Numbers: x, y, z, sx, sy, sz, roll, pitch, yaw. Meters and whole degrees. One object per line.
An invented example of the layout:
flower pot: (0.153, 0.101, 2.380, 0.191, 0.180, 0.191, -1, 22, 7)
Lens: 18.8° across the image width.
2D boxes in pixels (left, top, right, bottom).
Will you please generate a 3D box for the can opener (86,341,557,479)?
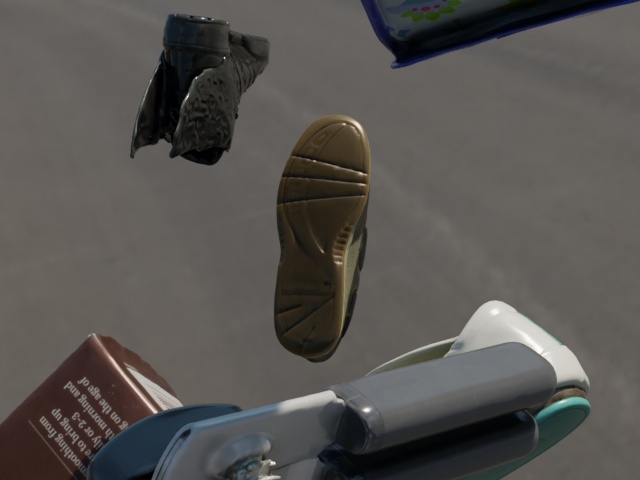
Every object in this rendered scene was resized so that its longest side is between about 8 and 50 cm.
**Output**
can opener: (0.011, 0.099, 1.034, 0.280, 0.074, 0.093, -7, 35, -39)

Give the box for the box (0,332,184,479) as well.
box: (-0.208, 0.271, 1.309, 0.381, 0.191, 0.143, -44, -27, 0)

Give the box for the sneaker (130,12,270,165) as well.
sneaker: (-0.071, -0.087, 1.166, 0.051, 0.089, 0.170, 6, 0, 12)

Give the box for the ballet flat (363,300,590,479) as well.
ballet flat: (0.032, 0.192, 1.533, 0.400, 0.139, 0.139, -39, 11, 12)

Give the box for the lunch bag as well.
lunch bag: (0.078, -0.134, 0.855, 0.129, 0.096, 0.151, -15, -25, 8)

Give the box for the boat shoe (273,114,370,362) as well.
boat shoe: (0.000, 0.000, 1.170, 0.056, 0.152, 0.049, 9, -16, 9)
